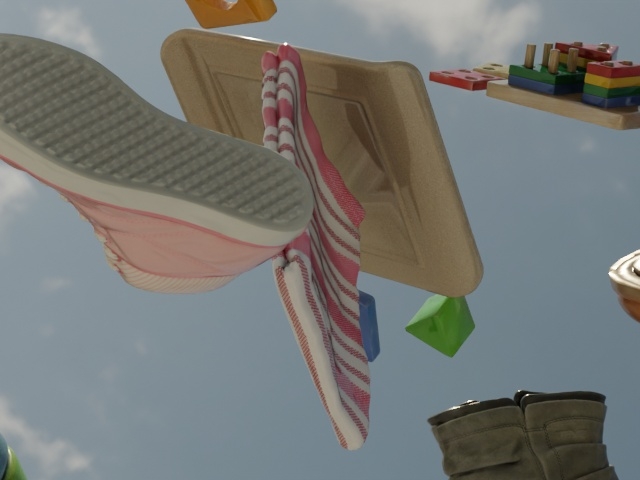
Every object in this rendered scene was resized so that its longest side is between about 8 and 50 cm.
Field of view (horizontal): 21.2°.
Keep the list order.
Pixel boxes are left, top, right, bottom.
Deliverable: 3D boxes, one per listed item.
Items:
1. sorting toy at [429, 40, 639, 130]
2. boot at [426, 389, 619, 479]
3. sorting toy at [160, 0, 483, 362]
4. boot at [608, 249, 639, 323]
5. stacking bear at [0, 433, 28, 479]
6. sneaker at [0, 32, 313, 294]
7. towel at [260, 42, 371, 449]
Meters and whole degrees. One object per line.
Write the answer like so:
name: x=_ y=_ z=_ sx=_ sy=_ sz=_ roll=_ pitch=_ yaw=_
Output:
sorting toy: x=0.217 y=-0.129 z=1.352 sx=0.274 sy=0.132 sz=0.046 roll=20 pitch=-70 yaw=42
boot: x=0.198 y=0.179 z=1.177 sx=0.083 sy=0.246 sz=0.161 roll=134 pitch=-44 yaw=-69
sorting toy: x=0.006 y=-0.059 z=1.089 sx=0.196 sy=0.047 sz=0.348 roll=12 pitch=-43 yaw=37
boot: x=0.310 y=0.119 z=1.051 sx=0.283 sy=0.109 sz=0.220 roll=9 pitch=-60 yaw=17
stacking bear: x=-0.238 y=0.204 z=1.090 sx=0.164 sy=0.175 sz=0.289 roll=-15 pitch=-65 yaw=29
sneaker: x=-0.076 y=-0.019 z=0.600 sx=0.134 sy=0.051 sz=0.070 roll=23 pitch=-37 yaw=-21
towel: x=0.000 y=0.000 z=0.958 sx=0.029 sy=0.197 sz=0.144 roll=-14 pitch=-48 yaw=9
